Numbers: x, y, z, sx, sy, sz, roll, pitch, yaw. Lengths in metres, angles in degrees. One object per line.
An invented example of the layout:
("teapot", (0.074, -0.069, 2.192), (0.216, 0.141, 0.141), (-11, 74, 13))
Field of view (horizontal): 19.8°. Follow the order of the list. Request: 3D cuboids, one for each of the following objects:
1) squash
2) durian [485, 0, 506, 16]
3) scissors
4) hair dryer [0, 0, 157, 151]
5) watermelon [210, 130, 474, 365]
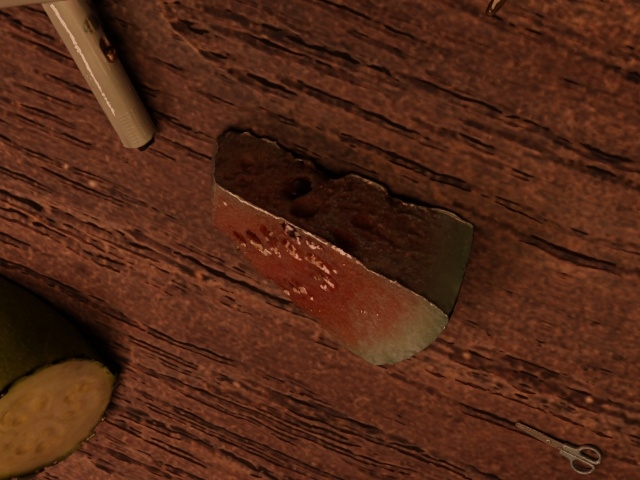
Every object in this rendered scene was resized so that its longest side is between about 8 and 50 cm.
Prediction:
("squash", (-0.342, 0.093, 1.807), (0.260, 0.189, 0.189), (49, 143, 31))
("durian", (0.154, -0.220, 1.280), (0.110, 0.071, 0.140), (29, 121, -9))
("scissors", (0.212, 0.183, 1.646), (0.083, 0.006, 0.036), (27, 132, 0))
("hair dryer", (-0.200, -0.166, 1.503), (0.131, 0.073, 0.236), (-4, 135, 29))
("watermelon", (0.000, 0.000, 1.542), (0.241, 0.094, 0.154), (34, 144, -4))
